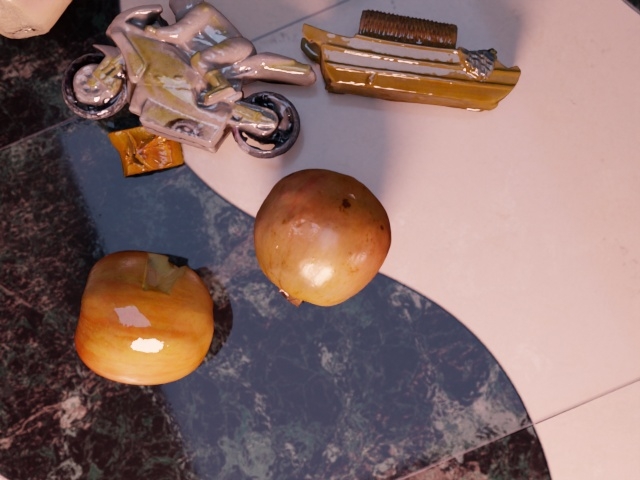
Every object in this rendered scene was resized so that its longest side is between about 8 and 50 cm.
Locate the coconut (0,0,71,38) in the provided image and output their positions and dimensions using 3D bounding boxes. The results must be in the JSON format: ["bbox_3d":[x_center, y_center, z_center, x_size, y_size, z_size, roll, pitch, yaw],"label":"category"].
[{"bbox_3d":[-0.419,-0.407,1.117,0.224,0.224,0.234,35,101,3],"label":"coconut"}]

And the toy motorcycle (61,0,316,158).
[{"bbox_3d":[-0.178,-0.241,1.157,0.340,0.108,0.223,16,80,2],"label":"toy motorcycle"}]

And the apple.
[{"bbox_3d":[-0.234,0.105,1.115,0.199,0.199,0.199,0,88,2],"label":"apple"}]

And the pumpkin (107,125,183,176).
[{"bbox_3d":[-0.254,-0.135,1.189,0.101,0.035,0.073,-16,85,3],"label":"pumpkin"}]

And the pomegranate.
[{"bbox_3d":[-0.001,-0.004,1.102,0.191,0.191,0.191,0,88,2],"label":"pomegranate"}]

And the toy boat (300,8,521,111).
[{"bbox_3d":[0.123,-0.256,1.155,0.310,0.089,0.115,7,85,2],"label":"toy boat"}]
